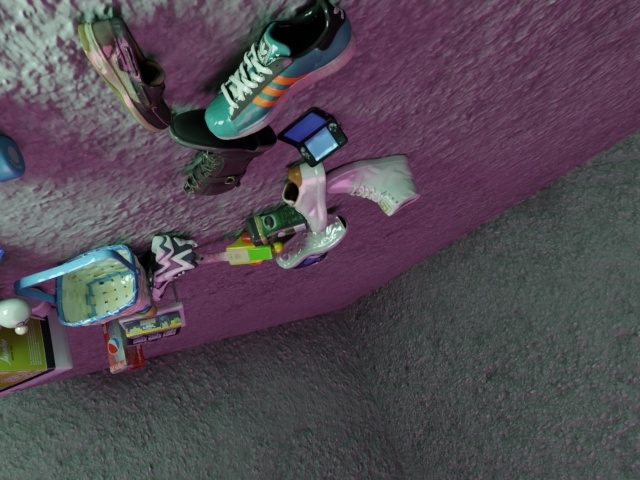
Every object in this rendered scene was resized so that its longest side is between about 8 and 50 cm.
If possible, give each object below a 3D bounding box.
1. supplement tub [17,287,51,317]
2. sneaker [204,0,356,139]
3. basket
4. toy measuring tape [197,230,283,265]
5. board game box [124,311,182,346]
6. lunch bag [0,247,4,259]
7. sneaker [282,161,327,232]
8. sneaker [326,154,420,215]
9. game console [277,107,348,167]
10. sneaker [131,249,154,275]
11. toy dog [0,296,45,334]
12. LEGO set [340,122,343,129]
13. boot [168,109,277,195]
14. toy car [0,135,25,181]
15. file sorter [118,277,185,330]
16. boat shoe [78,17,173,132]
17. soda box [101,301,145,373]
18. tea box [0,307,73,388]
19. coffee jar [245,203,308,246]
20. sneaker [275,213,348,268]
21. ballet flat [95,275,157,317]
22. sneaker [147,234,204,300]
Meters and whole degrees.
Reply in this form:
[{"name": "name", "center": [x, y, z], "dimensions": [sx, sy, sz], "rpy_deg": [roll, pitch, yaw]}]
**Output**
[{"name": "supplement tub", "center": [-0.861, 0.191, 1.357], "dimensions": [0.071, 0.071, 0.107], "rpy_deg": [-12, 161, -25]}, {"name": "sneaker", "center": [-0.088, -0.289, 0.750], "dimensions": [0.302, 0.108, 0.121], "rpy_deg": [-33, 160, 12]}, {"name": "basket", "center": [-0.610, 0.118, 1.202], "dimensions": [0.255, 0.201, 0.289], "rpy_deg": [-18, 163, -2]}, {"name": "toy measuring tape", "center": [-0.283, 0.027, 1.510], "dimensions": [0.330, 0.121, 0.121], "rpy_deg": [-5, 164, 8]}, {"name": "board game box", "center": [-0.551, 0.294, 1.481], "dimensions": [0.170, 0.048, 0.141], "rpy_deg": [-9, 157, -27]}, {"name": "lunch bag", "center": [-0.860, 0.054, 0.904], "dimensions": [0.221, 0.138, 0.293], "rpy_deg": [-23, 150, 8]}, {"name": "sneaker", "center": [-0.047, -0.118, 1.294], "dimensions": [0.123, 0.106, 0.290], "rpy_deg": [-13, 145, -6]}, {"name": "sneaker", "center": [0.159, -0.148, 1.340], "dimensions": [0.292, 0.169, 0.108], "rpy_deg": [-15, 164, -15]}, {"name": "game console", "center": [-0.018, -0.235, 1.044], "dimensions": [0.122, 0.107, 0.071], "rpy_deg": [-31, -171, 31]}, {"name": "sneaker", "center": [-0.520, 0.075, 1.417], "dimensions": [0.170, 0.051, 0.089], "rpy_deg": [-44, 154, 26]}, {"name": "toy dog", "center": [-0.833, 0.229, 1.143], "dimensions": [0.220, 0.161, 0.334], "rpy_deg": [-31, -159, -32]}, {"name": "LEGO set", "center": [0.033, -0.255, 1.110], "dimensions": [0.054, 0.023, 0.083], "rpy_deg": [-15, 162, -19]}, {"name": "boot", "center": [-0.236, -0.164, 0.966], "dimensions": [0.263, 0.091, 0.229], "rpy_deg": [-5, 157, -46]}, {"name": "toy car", "center": [-0.582, -0.051, 0.661], "dimensions": [0.219, 0.238, 0.210], "rpy_deg": [-19, 163, -8]}, {"name": "file sorter", "center": [-0.588, 0.211, 1.557], "dimensions": [0.193, 0.173, 0.277], "rpy_deg": [-13, 161, -20]}, {"name": "boat shoe", "center": [-0.275, -0.245, 0.694], "dimensions": [0.073, 0.080, 0.223], "rpy_deg": [-16, 159, 3]}, {"name": "soda box", "center": [-0.728, 0.344, 1.646], "dimensions": [0.083, 0.263, 0.092], "rpy_deg": [-25, 162, 18]}, {"name": "tea box", "center": [-1.037, 0.357, 1.403], "dimensions": [0.329, 0.220, 0.323], "rpy_deg": [-23, 162, 10]}, {"name": "coffee jar", "center": [-0.138, -0.050, 1.414], "dimensions": [0.184, 0.096, 0.079], "rpy_deg": [-20, 160, -1]}, {"name": "sneaker", "center": [0.000, 0.001, 1.713], "dimensions": [0.323, 0.130, 0.236], "rpy_deg": [-33, 169, 22]}, {"name": "ballet flat", "center": [-0.596, 0.173, 1.377], "dimensions": [0.080, 0.232, 0.073], "rpy_deg": [-54, 161, -18]}, {"name": "sneaker", "center": [-0.437, 0.087, 1.372], "dimensions": [0.153, 0.094, 0.235], "rpy_deg": [-1, 120, -31]}]
